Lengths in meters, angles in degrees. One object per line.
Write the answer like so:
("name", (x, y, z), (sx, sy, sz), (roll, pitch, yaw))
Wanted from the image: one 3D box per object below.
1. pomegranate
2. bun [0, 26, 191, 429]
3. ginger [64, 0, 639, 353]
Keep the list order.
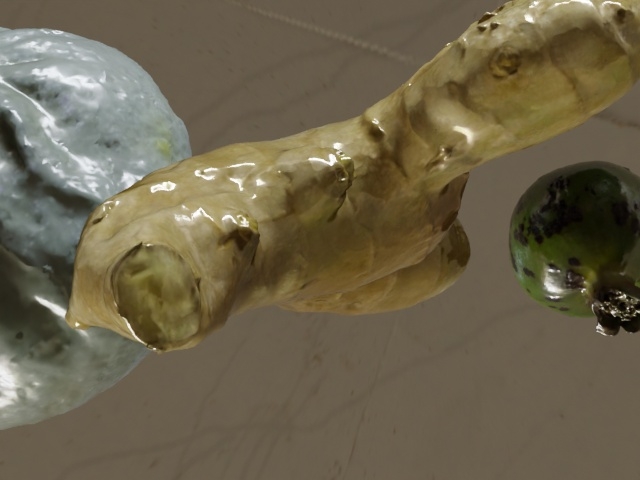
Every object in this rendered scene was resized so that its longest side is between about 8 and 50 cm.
("pomegranate", (0.202, 0.013, 1.046), (0.122, 0.161, 0.122), (-8, -49, -10))
("bun", (-0.275, -0.022, 1.164), (0.362, 0.211, 0.362), (-12, -117, 24))
("ginger", (-0.011, -0.010, 0.851), (0.348, 0.363, 0.122), (-19, -98, -25))
